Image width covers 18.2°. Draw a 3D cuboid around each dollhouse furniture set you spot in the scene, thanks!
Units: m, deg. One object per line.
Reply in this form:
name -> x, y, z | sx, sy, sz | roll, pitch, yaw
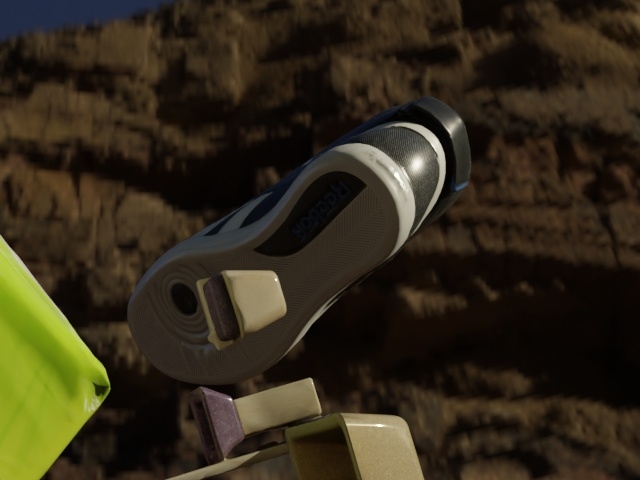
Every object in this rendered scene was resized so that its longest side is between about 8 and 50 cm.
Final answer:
dollhouse furniture set -> -0.030, 0.052, 0.539 | 0.081, 0.114, 0.091 | -15, -95, -16

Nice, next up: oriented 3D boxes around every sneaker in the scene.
sneaker -> 0.000, 0.000, 1.042 | 0.217, 0.121, 0.079 | -32, -88, 43

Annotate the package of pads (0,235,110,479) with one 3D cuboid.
package of pads -> -0.205, 0.013, 0.464 | 0.229, 0.101, 0.296 | -51, -51, -21
